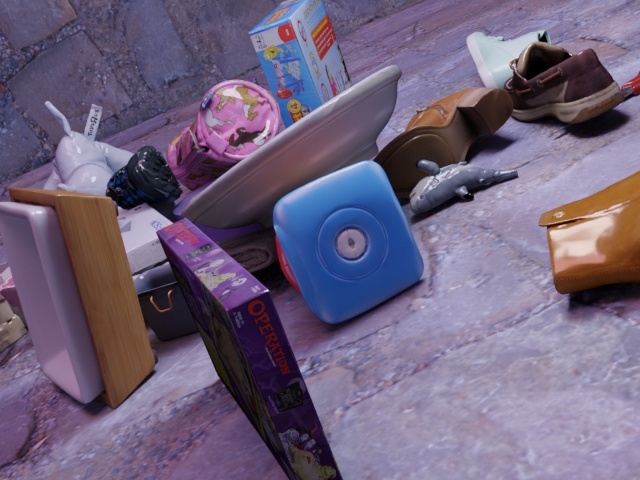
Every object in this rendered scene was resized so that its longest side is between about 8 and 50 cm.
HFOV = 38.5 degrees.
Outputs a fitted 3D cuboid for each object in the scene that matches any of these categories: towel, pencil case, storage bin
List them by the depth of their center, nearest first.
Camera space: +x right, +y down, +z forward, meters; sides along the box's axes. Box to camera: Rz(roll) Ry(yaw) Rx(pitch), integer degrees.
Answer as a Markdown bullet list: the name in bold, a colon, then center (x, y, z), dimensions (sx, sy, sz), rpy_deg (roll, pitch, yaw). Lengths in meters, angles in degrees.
- **storage bin**: center (-0.199, 0.087, 1.314), dimensions (0.135, 0.091, 0.098), rpy_deg (-18, 20, 19)
- **towel**: center (-0.174, 0.035, 1.438), dimensions (0.282, 0.049, 0.187), rpy_deg (-17, 9, 18)
- **pencil case**: center (-0.204, -0.199, 1.846), dimensions (0.167, 0.160, 0.386), rpy_deg (5, -8, -17)

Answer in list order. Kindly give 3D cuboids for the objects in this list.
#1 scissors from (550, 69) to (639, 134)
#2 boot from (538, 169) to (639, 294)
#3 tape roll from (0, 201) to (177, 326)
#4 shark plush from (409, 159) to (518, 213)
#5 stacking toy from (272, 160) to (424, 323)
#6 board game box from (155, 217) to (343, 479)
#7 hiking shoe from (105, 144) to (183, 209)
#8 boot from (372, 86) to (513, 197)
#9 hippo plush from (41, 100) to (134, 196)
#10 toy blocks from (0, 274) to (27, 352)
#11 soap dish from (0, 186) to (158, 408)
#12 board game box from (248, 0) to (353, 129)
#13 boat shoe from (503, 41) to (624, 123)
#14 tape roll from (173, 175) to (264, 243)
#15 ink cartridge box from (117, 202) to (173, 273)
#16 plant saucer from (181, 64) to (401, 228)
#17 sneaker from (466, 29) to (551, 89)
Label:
- **scissors**: center (0.486, -0.238, 1.473), dimensions (0.297, 0.021, 0.109), rpy_deg (-26, 21, -1)
- **boot**: center (0.352, -0.053, 1.015), dimensions (0.211, 0.104, 0.295), rpy_deg (-14, 26, 27)
- **tape roll**: center (-0.443, 0.033, 1.772), dimensions (0.392, 0.072, 0.392), rpy_deg (-22, 20, 8)
- **shark plush**: center (0.211, -0.076, 1.364), dimensions (0.161, 0.073, 0.067), rpy_deg (-3, 40, -2)
- **stacking toy**: center (0.000, 0.000, 1.258), dimensions (0.165, 0.175, 0.302), rpy_deg (-26, 8, -12)
- **board game box**: center (-0.086, 0.106, 0.959), dimensions (0.056, 0.208, 0.347), rpy_deg (-29, 20, -12)
- **hiking shoe**: center (-0.338, -0.098, 1.723), dimensions (0.132, 0.113, 0.304), rpy_deg (-32, 4, -4)
- **boot**: center (0.166, -0.166, 1.539), dimensions (0.283, 0.109, 0.220), rpy_deg (-41, 15, -13)
- **hippo plush**: center (-0.490, -0.125, 2.042), dimensions (0.234, 0.294, 0.236), rpy_deg (0, 28, -29)
- **toy blocks**: center (-0.662, 0.117, 1.526), dimensions (0.309, 0.260, 0.288), rpy_deg (-5, 28, 43)
- **soap dish**: center (-0.337, 0.065, 1.262), dimensions (0.118, 0.291, 0.229), rpy_deg (-19, 15, -30)
- **board game box**: center (-0.017, -0.323, 1.848), dimensions (0.086, 0.302, 0.308), rpy_deg (-15, 21, 17)
- **boat shoe**: center (0.375, -0.271, 1.499), dimensions (0.123, 0.123, 0.342), rpy_deg (-28, 14, 0)
- **tape roll**: center (-0.168, -0.059, 1.677), dimensions (0.189, 0.080, 0.189), rpy_deg (-21, 19, 8)
- **ink cartridge box**: center (-0.360, 0.019, 1.545), dimensions (0.224, 0.045, 0.223), rpy_deg (-29, 23, -17)
- **plant saucer**: center (-0.024, -0.115, 1.400), dimensions (0.400, 0.101, 0.400), rpy_deg (-34, 2, 2)
- **sneaker**: center (0.381, -0.372, 1.821), dimensions (0.151, 0.094, 0.256), rpy_deg (-26, 28, 14)
